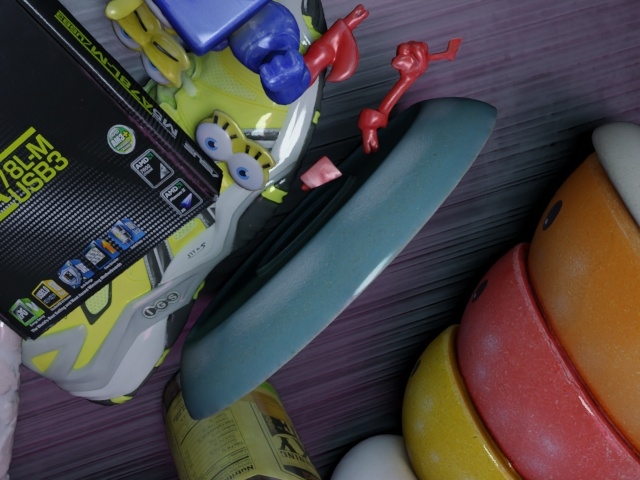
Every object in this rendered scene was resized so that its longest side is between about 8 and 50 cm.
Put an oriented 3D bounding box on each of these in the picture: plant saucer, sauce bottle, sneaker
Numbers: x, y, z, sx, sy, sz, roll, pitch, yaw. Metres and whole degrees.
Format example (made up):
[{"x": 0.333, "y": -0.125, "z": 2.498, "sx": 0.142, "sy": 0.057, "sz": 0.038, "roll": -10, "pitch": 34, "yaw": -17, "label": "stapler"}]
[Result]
[{"x": 0.000, "y": 0.000, "z": 0.748, "sx": 0.044, "sy": 0.317, "sz": 0.317, "roll": 45, "pitch": 96, "yaw": -6, "label": "plant saucer"}, {"x": -0.045, "y": 0.220, "z": 0.803, "sx": 0.111, "sy": 0.344, "sz": 0.111, "roll": -9, "pitch": 119, "yaw": -17, "label": "sauce bottle"}, {"x": -0.130, "y": -0.045, "z": 0.762, "sx": 0.147, "sy": 0.145, "sz": 0.384, "roll": 26, "pitch": 103, "yaw": -28, "label": "sneaker"}]

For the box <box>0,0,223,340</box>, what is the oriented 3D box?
[{"x": -0.194, "y": -0.047, "z": 0.664, "sx": 0.191, "sy": 0.045, "sz": 0.184, "roll": -35, "pitch": 116, "yaw": 19, "label": "box"}]

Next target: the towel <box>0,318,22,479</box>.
[{"x": -0.400, "y": 0.175, "z": 0.777, "sx": 0.317, "sy": 0.053, "sz": 0.332, "roll": 11, "pitch": 113, "yaw": -4, "label": "towel"}]

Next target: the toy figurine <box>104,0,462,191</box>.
[{"x": -0.070, "y": -0.200, "z": 0.586, "sx": 0.191, "sy": 0.217, "sz": 0.362, "roll": -37, "pitch": 93, "yaw": 2, "label": "toy figurine"}]

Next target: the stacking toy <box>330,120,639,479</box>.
[{"x": 0.191, "y": 0.155, "z": 0.914, "sx": 0.480, "sy": 0.350, "sz": 0.350, "roll": -37, "pitch": 122, "yaw": 19, "label": "stacking toy"}]
